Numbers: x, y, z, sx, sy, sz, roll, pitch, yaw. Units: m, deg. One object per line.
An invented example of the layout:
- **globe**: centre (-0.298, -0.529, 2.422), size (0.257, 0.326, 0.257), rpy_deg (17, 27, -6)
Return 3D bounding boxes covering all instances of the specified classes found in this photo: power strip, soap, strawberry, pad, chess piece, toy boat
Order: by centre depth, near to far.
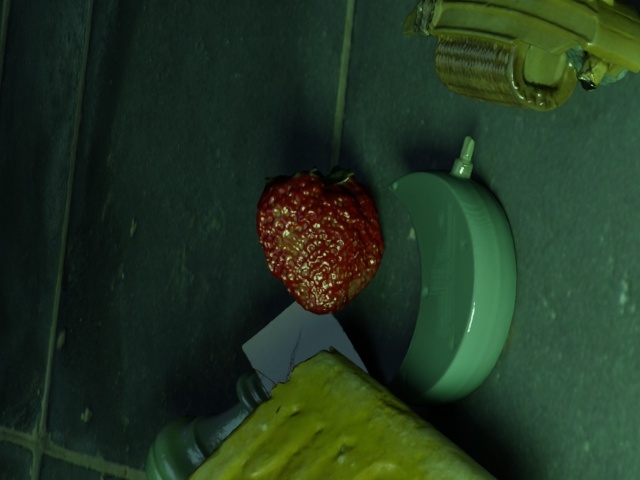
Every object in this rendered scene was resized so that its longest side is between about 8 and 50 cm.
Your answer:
- **soap**: centre (0.019, 0.287, 1.433), size (0.293, 0.156, 0.335), rpy_deg (-42, 37, -8)
- **toy boat**: centre (0.173, -0.174, 1.457), size (0.310, 0.089, 0.115), rpy_deg (26, 97, 60)
- **power strip**: centre (0.118, 0.030, 1.543), size (0.167, 0.054, 0.253), rpy_deg (-6, 78, 58)
- **pad**: centre (-0.003, 0.149, 1.683), size (0.113, 0.006, 0.188), rpy_deg (-41, 61, 20)
- **strawberry**: centre (0.001, -0.001, 1.687), size (0.131, 0.131, 0.148), rpy_deg (-9, 92, 60)
- **chess piece**: centre (-0.067, 0.182, 1.781), size (0.272, 0.139, 0.139), rpy_deg (-51, 40, 26)
